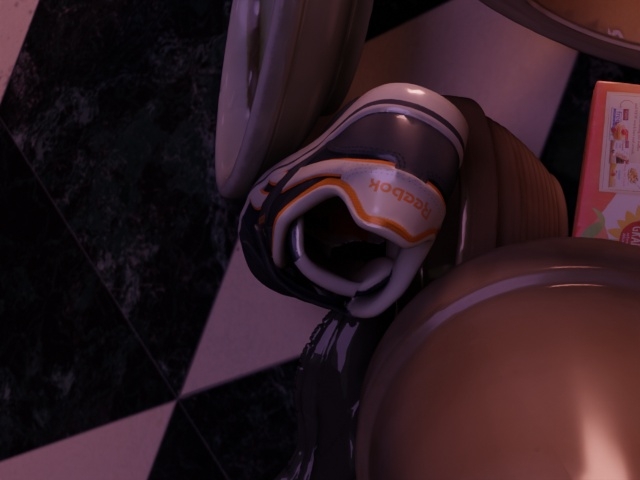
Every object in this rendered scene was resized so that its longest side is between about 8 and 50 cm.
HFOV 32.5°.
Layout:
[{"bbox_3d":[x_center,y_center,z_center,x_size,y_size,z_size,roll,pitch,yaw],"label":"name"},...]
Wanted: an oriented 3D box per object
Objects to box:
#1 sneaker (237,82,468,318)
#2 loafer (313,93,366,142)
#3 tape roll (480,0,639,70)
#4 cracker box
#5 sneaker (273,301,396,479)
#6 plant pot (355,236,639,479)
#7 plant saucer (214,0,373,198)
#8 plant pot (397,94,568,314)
[{"bbox_3d":[0.000,0.000,0.886,0.321,0.126,0.127,-47,20,59],"label":"sneaker"},{"bbox_3d":[0.008,-0.029,1.020,0.251,0.094,0.087,-53,41,45],"label":"loafer"},{"bbox_3d":[0.238,-0.219,0.851,0.286,0.286,0.100,23,92,34],"label":"tape roll"},{"bbox_3d":[0.316,-0.027,0.841,0.232,0.067,0.156,9,82,13],"label":"cracker box"},{"bbox_3d":[0.037,0.183,0.996,0.130,0.109,0.286,18,101,26],"label":"sneaker"},{"bbox_3d":[0.171,0.188,0.712,0.323,0.280,0.323,2,107,7],"label":"plant pot"},{"bbox_3d":[-0.019,-0.231,1.041,0.100,0.400,0.400,8,80,-11],"label":"plant saucer"},{"bbox_3d":[0.140,-0.001,0.936,0.109,0.237,0.237,3,77,-9],"label":"plant pot"}]
